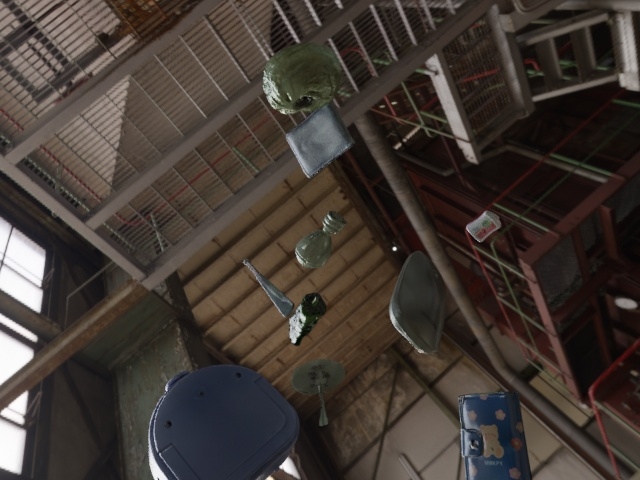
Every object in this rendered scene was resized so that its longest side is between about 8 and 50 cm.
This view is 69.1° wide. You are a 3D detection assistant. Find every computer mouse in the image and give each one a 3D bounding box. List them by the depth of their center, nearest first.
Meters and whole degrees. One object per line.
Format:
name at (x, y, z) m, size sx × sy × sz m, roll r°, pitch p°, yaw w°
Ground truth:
computer mouse at (0.291, 0.164, 1.299) m, size 0.095 × 0.331 × 0.197 m, roll -28°, pitch -67°, yaw 37°

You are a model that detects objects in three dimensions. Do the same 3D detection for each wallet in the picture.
wallet at (0.347, 0.413, 0.936) m, size 0.059 × 0.141 × 0.202 m, roll 15°, pitch -116°, yaw -35°
wallet at (-0.005, -0.313, 1.446) m, size 0.036 × 0.222 × 0.167 m, roll -24°, pitch -96°, yaw -48°

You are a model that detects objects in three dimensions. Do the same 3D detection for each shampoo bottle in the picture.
shampoo bottle at (0.529, -0.049, 1.491) m, size 0.072 × 0.043 × 0.099 m, roll 45°, pitch -56°, yaw -1°

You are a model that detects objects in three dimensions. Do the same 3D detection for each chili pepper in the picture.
chili pepper at (-0.053, 0.286, 1.773) m, size 0.099 × 0.136 × 0.270 m, roll 28°, pitch -41°, yaw -5°

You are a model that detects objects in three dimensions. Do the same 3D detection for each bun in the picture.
bun at (-0.039, -0.417, 1.226) m, size 0.221 × 0.108 × 0.221 m, roll -18°, pitch -31°, yaw -11°

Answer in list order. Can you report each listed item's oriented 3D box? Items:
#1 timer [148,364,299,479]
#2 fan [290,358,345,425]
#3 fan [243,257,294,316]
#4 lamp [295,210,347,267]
timer at (-0.284, 0.517, 1.267) m, size 0.395 × 0.395 × 0.173 m, roll -6°, pitch -45°, yaw -25°
fan at (-0.001, 0.586, 1.845) m, size 0.233 × 0.415 × 0.012 m, roll -13°, pitch -70°, yaw -3°
fan at (-0.172, 0.142, 1.521) m, size 0.023 × 0.282 × 0.057 m, roll 14°, pitch -64°, yaw -51°
lamp at (0.000, 0.000, 1.380) m, size 0.106 × 0.106 × 0.193 m, roll 20°, pitch -65°, yaw -34°
